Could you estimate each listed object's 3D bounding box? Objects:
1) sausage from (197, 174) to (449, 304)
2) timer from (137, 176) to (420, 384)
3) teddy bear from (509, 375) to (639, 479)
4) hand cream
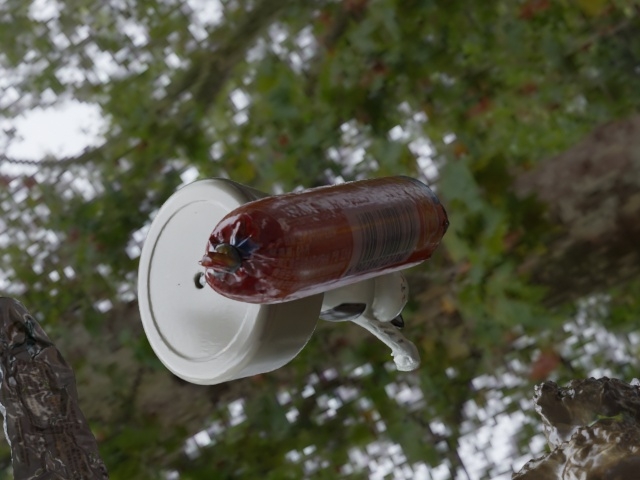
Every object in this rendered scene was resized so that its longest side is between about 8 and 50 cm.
[{"bbox_3d":[0.000,0.000,1.045,0.274,0.074,0.074,-14,-104,-62],"label":"sausage"},{"bbox_3d":[-0.009,0.041,1.389,0.266,0.175,0.175,5,-120,-45],"label":"timer"},{"bbox_3d":[0.324,0.307,1.756,0.222,0.246,0.296,171,99,-88],"label":"teddy bear"},{"bbox_3d":[-0.231,0.124,1.227,0.084,0.050,0.257,-1,-142,-27],"label":"hand cream"}]
